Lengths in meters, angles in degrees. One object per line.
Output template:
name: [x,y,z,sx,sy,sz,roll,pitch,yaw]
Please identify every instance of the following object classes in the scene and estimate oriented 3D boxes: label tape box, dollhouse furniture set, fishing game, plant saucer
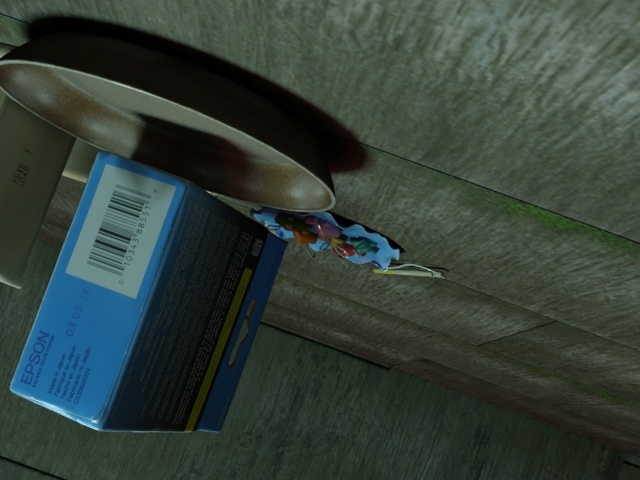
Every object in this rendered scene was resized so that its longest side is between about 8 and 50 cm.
label tape box: [-0.161,0.069,1.261,0.106,0.240,0.334,19,175,16]
dollhouse furniture set: [-0.395,-0.088,1.246,0.303,0.198,0.286,16,170,24]
fishing game: [0.000,0.000,1.420,0.264,0.041,0.189,27,166,-35]
plant saucer: [-0.126,-0.103,1.050,0.311,0.050,0.310,20,172,3]
